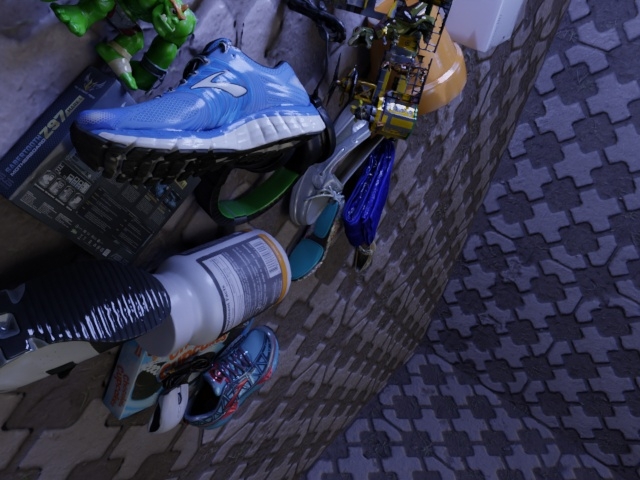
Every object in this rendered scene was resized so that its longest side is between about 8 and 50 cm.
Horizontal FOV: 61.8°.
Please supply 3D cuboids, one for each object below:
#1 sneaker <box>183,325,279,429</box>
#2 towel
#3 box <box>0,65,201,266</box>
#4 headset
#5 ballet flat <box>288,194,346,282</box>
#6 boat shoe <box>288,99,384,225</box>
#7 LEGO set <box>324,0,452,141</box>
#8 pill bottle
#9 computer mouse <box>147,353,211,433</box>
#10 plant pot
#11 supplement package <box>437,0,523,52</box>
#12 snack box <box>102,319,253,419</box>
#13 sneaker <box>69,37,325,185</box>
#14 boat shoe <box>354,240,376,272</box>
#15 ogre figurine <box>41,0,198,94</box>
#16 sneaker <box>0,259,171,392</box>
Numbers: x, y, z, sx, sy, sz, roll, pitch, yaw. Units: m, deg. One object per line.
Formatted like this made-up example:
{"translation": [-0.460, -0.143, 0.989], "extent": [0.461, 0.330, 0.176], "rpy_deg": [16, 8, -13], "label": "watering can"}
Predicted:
{"translation": [-0.187, 0.289, 1.122], "extent": [0.262, 0.104, 0.125], "rpy_deg": [-53, 155, -5], "label": "sneaker"}
{"translation": [0.131, -0.105, 1.343], "extent": [0.308, 0.076, 0.228], "rpy_deg": [66, 48, -78], "label": "towel"}
{"translation": [-0.278, -0.080, 0.704], "extent": [0.183, 0.059, 0.233], "rpy_deg": [-53, 155, -11], "label": "box"}
{"translation": [-0.085, -0.202, 0.896], "extent": [0.394, 0.185, 0.243], "rpy_deg": [-53, 161, 28], "label": "headset"}
{"translation": [0.000, 0.000, 1.304], "extent": [0.241, 0.091, 0.077], "rpy_deg": [-59, 152, 7], "label": "ballet flat"}
{"translation": [0.043, -0.165, 1.174], "extent": [0.320, 0.103, 0.118], "rpy_deg": [-55, 156, -8], "label": "boat shoe"}
{"translation": [0.083, -0.339, 0.884], "extent": [0.255, 0.192, 0.332], "rpy_deg": [-86, -170, -56], "label": "LEGO set"}
{"translation": [-0.192, 0.087, 0.945], "extent": [0.278, 0.162, 0.162], "rpy_deg": [-26, 140, -50], "label": "pill bottle"}
{"translation": [-0.282, 0.314, 1.046], "extent": [0.106, 0.042, 0.193], "rpy_deg": [-18, 139, -56], "label": "computer mouse"}
{"translation": [0.181, -0.391, 1.089], "extent": [0.205, 0.205, 0.188], "rpy_deg": [-49, 139, -20], "label": "plant pot"}
{"translation": [0.327, -0.568, 1.121], "extent": [0.145, 0.204, 0.262], "rpy_deg": [-37, 149, -39], "label": "supplement package"}
{"translation": [-0.267, 0.218, 1.081], "extent": [0.322, 0.060, 0.187], "rpy_deg": [-10, 128, -60], "label": "snack box"}
{"translation": [-0.151, -0.165, 0.673], "extent": [0.329, 0.147, 0.129], "rpy_deg": [-21, 180, -41], "label": "sneaker"}
{"translation": [0.134, 0.043, 1.664], "extent": [0.048, 0.056, 0.153], "rpy_deg": [-48, 162, -32], "label": "boat shoe"}
{"translation": [-0.212, -0.253, 0.595], "extent": [0.118, 0.097, 0.197], "rpy_deg": [-40, 140, 2], "label": "ogre figurine"}
{"translation": [-0.364, 0.121, 0.695], "extent": [0.330, 0.123, 0.146], "rpy_deg": [-12, 157, -38], "label": "sneaker"}
